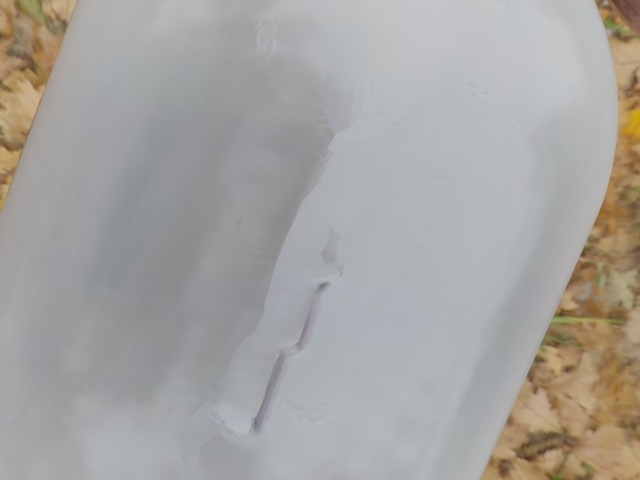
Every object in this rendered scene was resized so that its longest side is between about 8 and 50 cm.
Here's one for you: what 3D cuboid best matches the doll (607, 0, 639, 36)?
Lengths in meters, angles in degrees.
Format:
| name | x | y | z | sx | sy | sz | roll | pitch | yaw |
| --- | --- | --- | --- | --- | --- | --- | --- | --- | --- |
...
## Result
| name | x | y | z | sx | sy | sz | roll | pitch | yaw |
| --- | --- | --- | --- | --- | --- | --- | --- | --- | --- |
| doll | 0.138 | -0.202 | 0.806 | 0.268 | 0.284 | 0.216 | -19 | 87 | -19 |

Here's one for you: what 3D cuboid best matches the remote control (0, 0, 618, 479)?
| name | x | y | z | sx | sy | sz | roll | pitch | yaw |
| --- | --- | --- | --- | --- | --- | --- | --- | --- | --- |
| remote control | -0.015 | 0.005 | 0.541 | 0.221 | 0.103 | 0.332 | 22 | 98 | -5 |
